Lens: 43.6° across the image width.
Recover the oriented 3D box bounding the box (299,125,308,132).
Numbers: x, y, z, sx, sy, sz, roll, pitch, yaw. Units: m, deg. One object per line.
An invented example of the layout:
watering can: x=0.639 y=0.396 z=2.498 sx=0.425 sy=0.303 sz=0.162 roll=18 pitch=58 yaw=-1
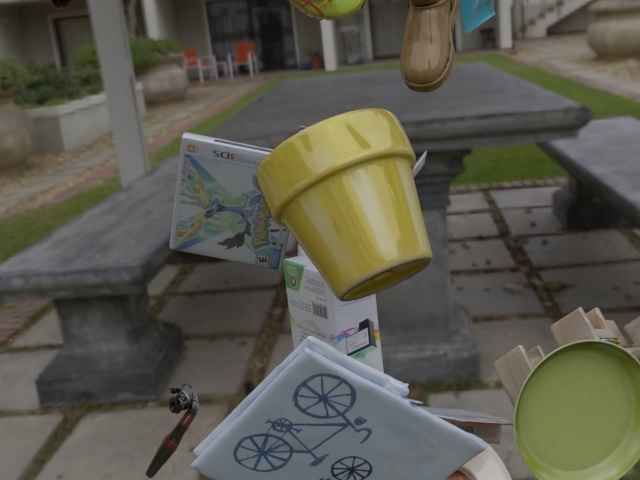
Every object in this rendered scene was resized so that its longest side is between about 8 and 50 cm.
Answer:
box: x=0.018 y=-0.212 z=1.826 sx=0.126 sy=0.072 sz=0.137 roll=9 pitch=3 yaw=7

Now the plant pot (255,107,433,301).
plant pot: x=0.055 y=-0.042 z=1.270 sx=0.254 sy=0.239 sz=0.254 roll=-21 pitch=-14 yaw=-6

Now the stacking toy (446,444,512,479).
stacking toy: x=0.236 y=0.709 z=2.046 sx=0.350 sy=0.350 sz=0.480 roll=-24 pitch=-17 yaw=-47

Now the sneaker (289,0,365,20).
sneaker: x=-0.023 y=-0.417 z=1.293 sx=0.208 sy=0.081 sz=0.094 roll=13 pitch=-1 yaw=-12

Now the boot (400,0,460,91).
boot: x=0.143 y=-0.399 z=1.238 sx=0.089 sy=0.236 sz=0.269 roll=0 pitch=-27 yaw=21

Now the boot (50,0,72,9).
boot: x=-0.313 y=-0.326 z=0.899 sx=0.073 sy=0.152 sz=0.197 roll=-21 pitch=-7 yaw=-23

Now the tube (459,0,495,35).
tube: x=0.187 y=-0.368 z=0.989 sx=0.052 sy=0.207 sz=0.080 roll=19 pitch=43 yaw=41

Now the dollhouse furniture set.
dollhouse furniture set: x=0.593 y=0.235 z=1.408 sx=0.362 sy=0.256 sz=0.394 roll=7 pitch=-39 yaw=-45

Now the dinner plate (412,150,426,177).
dinner plate: x=0.231 y=-0.167 z=2.031 sx=0.017 sy=0.141 sz=0.141 roll=37 pitch=21 yaw=-1

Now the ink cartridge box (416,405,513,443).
ink cartridge box: x=0.260 y=0.356 z=1.518 sx=0.275 sy=0.060 sz=0.239 roll=14 pitch=-9 yaw=-40

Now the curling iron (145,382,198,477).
curling iron: x=-0.273 y=0.354 z=1.457 sx=0.035 sy=0.274 sz=0.068 roll=-4 pitch=46 yaw=-33

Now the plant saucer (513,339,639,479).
plant saucer: x=0.404 y=0.269 z=1.244 sx=0.241 sy=0.241 sz=0.037 roll=-10 pitch=7 yaw=-11

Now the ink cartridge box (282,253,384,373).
ink cartridge box: x=0.027 y=0.177 z=1.738 sx=0.117 sy=0.278 sz=0.201 roll=-14 pitch=14 yaw=-29

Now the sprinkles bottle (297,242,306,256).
sprinkles bottle: x=0.000 y=0.000 z=1.980 sx=0.121 sy=0.355 sz=0.121 roll=-1 pitch=-18 yaw=0

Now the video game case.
video game case: x=-0.216 y=-0.092 z=2.014 sx=0.300 sy=0.329 sz=0.036 roll=11 pitch=32 yaw=-3

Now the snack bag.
snack bag: x=0.030 y=0.308 z=1.181 sx=0.342 sy=0.323 sz=0.037 roll=30 pitch=32 yaw=-19
